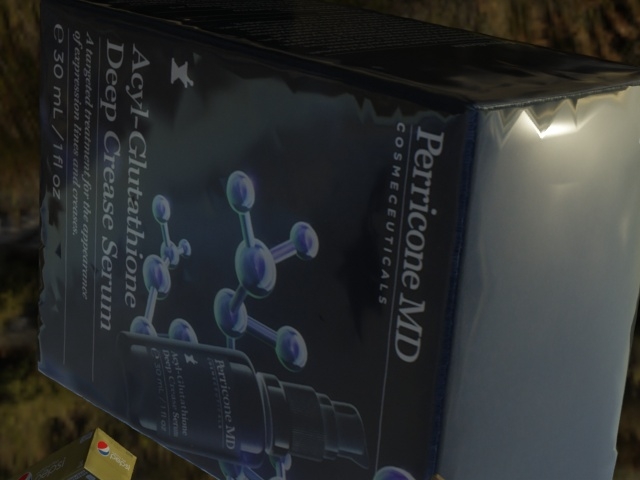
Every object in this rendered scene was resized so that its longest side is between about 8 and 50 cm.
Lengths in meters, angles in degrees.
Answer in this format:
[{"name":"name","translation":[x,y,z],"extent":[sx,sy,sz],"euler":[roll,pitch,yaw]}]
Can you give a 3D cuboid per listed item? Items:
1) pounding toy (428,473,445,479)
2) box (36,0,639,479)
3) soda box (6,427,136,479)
[{"name":"pounding toy","translation":[0.011,0.151,0.443],"extent":[0.141,0.100,0.130],"euler":[-42,169,-47]},{"name":"box","translation":[0.000,0.000,0.847],"extent":[0.395,0.293,0.212],"euler":[20,-156,41]},{"name":"soda box","translation":[-0.287,0.274,1.340],"extent":[0.181,0.058,0.061],"euler":[-31,119,29]}]
